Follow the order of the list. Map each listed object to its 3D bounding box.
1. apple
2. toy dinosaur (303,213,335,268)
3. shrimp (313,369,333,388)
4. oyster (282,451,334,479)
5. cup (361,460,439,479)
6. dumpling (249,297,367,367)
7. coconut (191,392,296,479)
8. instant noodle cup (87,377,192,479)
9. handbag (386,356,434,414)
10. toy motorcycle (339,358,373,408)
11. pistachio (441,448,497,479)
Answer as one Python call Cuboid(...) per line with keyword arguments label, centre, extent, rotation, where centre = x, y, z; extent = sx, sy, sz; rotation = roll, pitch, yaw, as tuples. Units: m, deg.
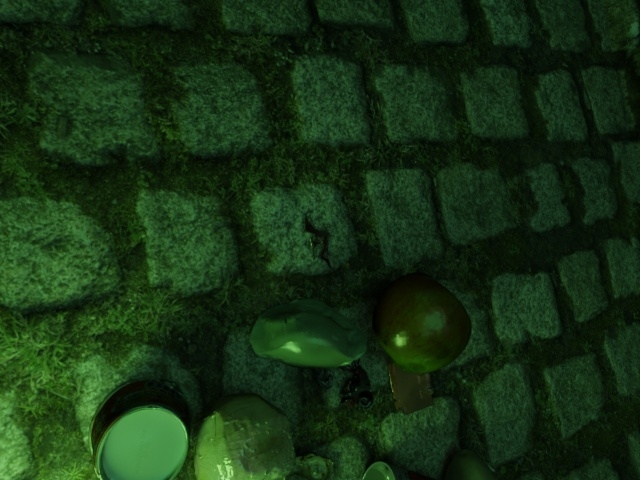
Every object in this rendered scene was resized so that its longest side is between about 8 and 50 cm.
Cuboid(label="apple", centre=(0.338, 0.286, 1.486), extent=(0.339, 0.339, 0.340), rotation=(3, 83, -22))
Cuboid(label="toy dinosaur", centre=(0.000, 0.000, 1.539), extent=(0.108, 0.032, 0.220), rotation=(-31, 98, -25))
Cuboid(label="shrimp", centre=(0.007, 0.428, 1.479), extent=(0.065, 0.056, 0.165), rotation=(-5, 88, 10))
Cuboid(label="oyster", centre=(-0.080, 0.780, 1.378), extent=(0.294, 0.094, 0.166), rotation=(7, 59, -36))
Cuboid(label="cup", centre=(0.314, 0.908, 1.469), extent=(0.317, 0.212, 0.213), rotation=(27, 75, -20))
Cuboid(label="dumpling", centre=(-0.049, 0.319, 1.395), extent=(0.320, 0.270, 0.212), rotation=(26, 96, -23))
Cuboid(label="coconut", centre=(-0.236, 0.591, 1.237), extent=(0.254, 0.297, 0.298), rotation=(-7, 87, -34))
Cuboid(label="instant noodle cup", centre=(-0.485, 0.544, 1.174), extent=(0.296, 0.214, 0.297), rotation=(3, 83, -23))
Cuboid(label="handbag", centre=(0.339, 0.522, 1.604), extent=(0.157, 0.059, 0.213), rotation=(-9, 89, -22))
Cuboid(label="toy motorcycle", centre=(0.109, 0.490, 1.500), extent=(0.118, 0.084, 0.213), rotation=(-15, 82, -22))
Cuboid(label="pistachio", centre=(0.551, 0.945, 1.577), extent=(0.225, 0.208, 0.332), rotation=(-1, 73, 21))
